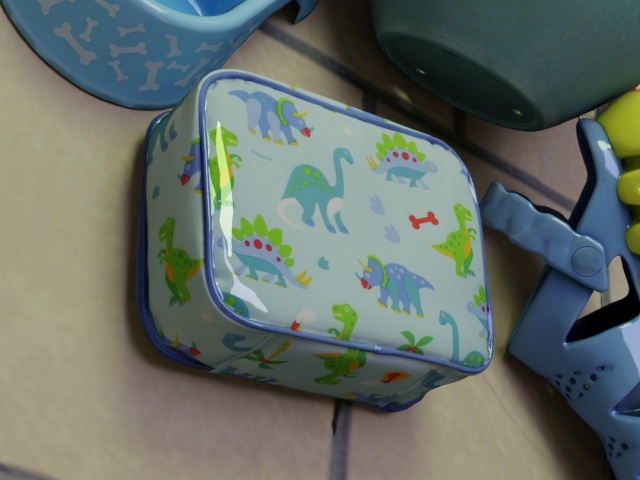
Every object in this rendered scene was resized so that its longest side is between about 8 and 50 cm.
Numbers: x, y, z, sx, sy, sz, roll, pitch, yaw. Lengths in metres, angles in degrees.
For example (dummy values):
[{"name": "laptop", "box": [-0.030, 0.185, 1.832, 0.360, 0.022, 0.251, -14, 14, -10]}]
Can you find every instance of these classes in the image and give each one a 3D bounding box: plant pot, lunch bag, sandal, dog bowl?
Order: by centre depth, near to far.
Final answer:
[{"name": "lunch bag", "box": [0.000, 0.000, 0.726, 0.219, 0.090, 0.176, 14, 59, -35]}, {"name": "dog bowl", "box": [-0.075, -0.202, 0.788, 0.166, 0.074, 0.297, 51, 45, -6]}, {"name": "sandal", "box": [0.194, 0.064, 0.852, 0.126, 0.138, 0.317, 9, 70, -82]}, {"name": "plant pot", "box": [0.144, -0.194, 0.865, 0.290, 0.290, 0.195, 32, 84, -24]}]

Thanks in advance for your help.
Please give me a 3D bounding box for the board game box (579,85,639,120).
[{"name": "board game box", "box": [0.287, -0.131, 1.094, 0.133, 0.033, 0.168, 32, 49, -23]}]
